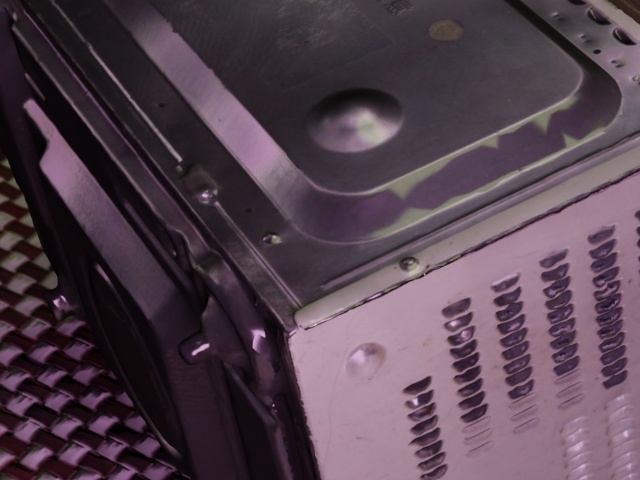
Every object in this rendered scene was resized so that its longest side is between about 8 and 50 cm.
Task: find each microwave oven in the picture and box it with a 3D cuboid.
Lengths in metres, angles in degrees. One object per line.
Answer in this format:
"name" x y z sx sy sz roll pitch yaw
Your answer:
"microwave oven" 0.000 0.000 0.931 0.247 0.333 0.394 -27 43 -14

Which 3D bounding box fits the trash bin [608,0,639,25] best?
"trash bin" 0.359 -0.268 1.629 0.247 0.121 0.243 -17 45 -32
